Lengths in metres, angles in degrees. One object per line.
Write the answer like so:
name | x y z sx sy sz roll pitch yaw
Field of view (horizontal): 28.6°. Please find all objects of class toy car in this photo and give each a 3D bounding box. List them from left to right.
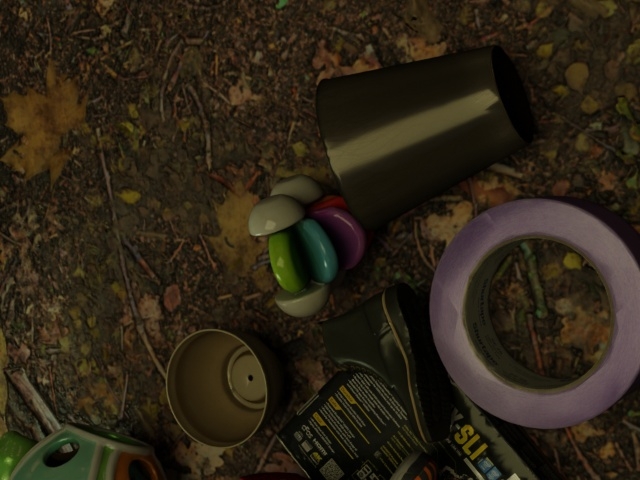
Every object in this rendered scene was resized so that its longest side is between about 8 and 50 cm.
toy car | 0.000 0.000 1.615 0.136 0.182 0.159 -12 106 22

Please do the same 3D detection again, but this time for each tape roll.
tape roll | 0.274 0.084 1.521 0.274 0.090 0.275 2 95 27

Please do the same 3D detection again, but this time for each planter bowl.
planter bowl | -0.116 0.194 1.727 0.162 0.109 0.162 3 96 27

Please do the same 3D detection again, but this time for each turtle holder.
turtle holder | -0.346 0.385 1.822 0.320 0.243 0.228 5 79 67

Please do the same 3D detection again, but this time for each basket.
basket | 0.134 -0.140 1.548 0.226 0.154 0.204 -18 86 25

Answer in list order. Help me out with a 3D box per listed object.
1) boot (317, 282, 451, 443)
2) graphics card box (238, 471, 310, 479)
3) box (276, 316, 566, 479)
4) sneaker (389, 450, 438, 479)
boot | 0.078 0.168 1.564 0.137 0.077 0.198 -24 69 32
graphics card box | -0.041 0.493 1.570 0.233 0.094 0.371 179 94 -67
box | 0.130 0.288 1.622 0.257 0.079 0.322 -47 73 21
sneaker | 0.140 0.419 1.529 0.180 0.124 0.321 20 114 21
